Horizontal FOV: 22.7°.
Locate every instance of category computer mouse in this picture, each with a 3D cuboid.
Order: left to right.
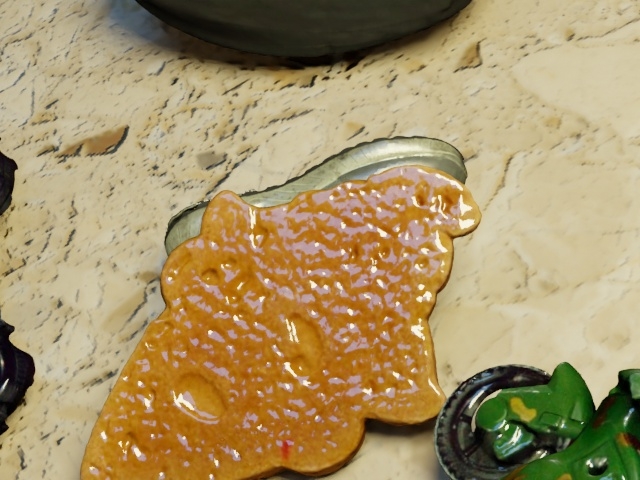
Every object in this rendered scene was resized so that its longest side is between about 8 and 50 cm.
[{"bbox_3d":[-0.011,-0.187,1.107,0.270,0.086,0.137,0,47,3],"label":"computer mouse"}]

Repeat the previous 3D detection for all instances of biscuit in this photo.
[{"bbox_3d":[-0.023,0.060,0.921,0.280,0.043,0.183,-41,76,5],"label":"biscuit"}]

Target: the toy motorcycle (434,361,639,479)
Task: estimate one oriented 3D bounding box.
[{"bbox_3d":[0.146,0.172,0.779,0.187,0.125,0.274,-11,53,18],"label":"toy motorcycle"}]

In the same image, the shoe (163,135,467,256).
[{"bbox_3d":[0.002,0.000,0.979,0.194,0.074,0.077,-17,63,4],"label":"shoe"}]

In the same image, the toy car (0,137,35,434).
[{"bbox_3d":[-0.294,0.013,0.971,0.166,0.198,0.314,-28,51,20],"label":"toy car"}]
